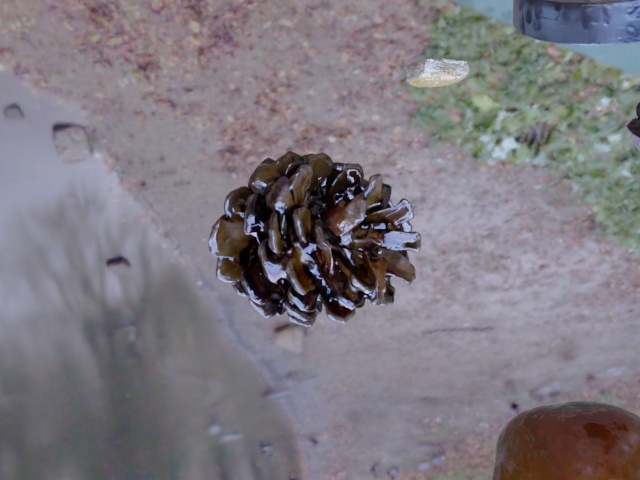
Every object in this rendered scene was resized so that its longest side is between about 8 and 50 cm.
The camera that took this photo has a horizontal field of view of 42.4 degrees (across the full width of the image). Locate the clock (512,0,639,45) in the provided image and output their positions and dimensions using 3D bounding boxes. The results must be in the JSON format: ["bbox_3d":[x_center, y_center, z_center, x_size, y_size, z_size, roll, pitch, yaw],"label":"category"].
[{"bbox_3d":[0.463,-0.390,1.302,0.318,0.319,0.066,-15,119,-6],"label":"clock"}]

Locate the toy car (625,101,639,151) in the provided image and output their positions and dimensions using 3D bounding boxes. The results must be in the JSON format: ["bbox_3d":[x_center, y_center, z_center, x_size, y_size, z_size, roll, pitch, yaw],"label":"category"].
[{"bbox_3d":[0.491,-0.168,1.023,0.209,0.089,0.108,-43,118,6],"label":"toy car"}]

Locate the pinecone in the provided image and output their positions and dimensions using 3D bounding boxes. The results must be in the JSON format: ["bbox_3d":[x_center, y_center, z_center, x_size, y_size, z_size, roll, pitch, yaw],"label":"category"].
[{"bbox_3d":[-0.005,0.003,0.854,0.184,0.204,0.179,-50,130,-14],"label":"pinecone"}]

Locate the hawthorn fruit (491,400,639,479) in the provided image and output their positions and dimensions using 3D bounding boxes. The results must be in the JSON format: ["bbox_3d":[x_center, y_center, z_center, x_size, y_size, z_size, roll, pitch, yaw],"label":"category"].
[{"bbox_3d":[0.394,0.361,1.192,0.267,0.268,0.301,-2,168,-29],"label":"hawthorn fruit"}]

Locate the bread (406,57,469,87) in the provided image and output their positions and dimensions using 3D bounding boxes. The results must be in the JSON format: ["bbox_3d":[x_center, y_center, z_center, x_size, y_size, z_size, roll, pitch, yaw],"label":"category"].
[{"bbox_3d":[0.179,-0.255,1.251,0.083,0.035,0.070,0,175,-15],"label":"bread"}]
